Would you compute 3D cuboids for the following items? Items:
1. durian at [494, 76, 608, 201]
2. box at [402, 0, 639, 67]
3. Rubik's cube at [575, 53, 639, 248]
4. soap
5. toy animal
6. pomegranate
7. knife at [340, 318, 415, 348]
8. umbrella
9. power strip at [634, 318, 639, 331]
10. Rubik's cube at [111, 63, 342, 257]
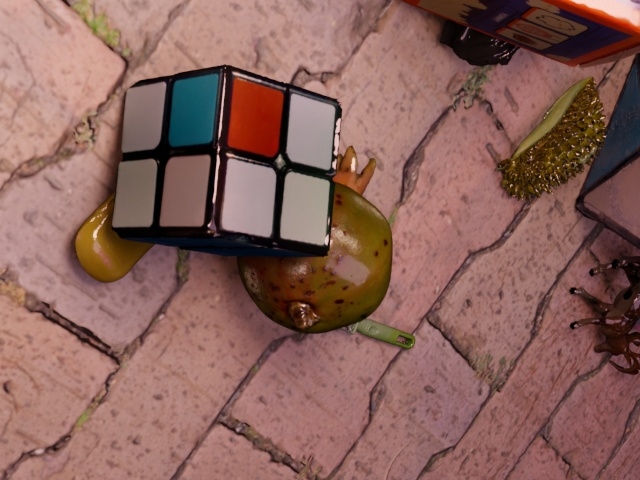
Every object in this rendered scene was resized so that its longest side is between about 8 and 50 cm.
[{"bbox_3d":[0.367,-0.133,1.707,0.221,0.095,0.137,-41,134,-9],"label":"durian"},{"bbox_3d":[0.277,-0.397,1.224,0.257,0.318,0.348,21,91,-2],"label":"box"},{"bbox_3d":[0.619,-0.104,1.749,0.310,0.305,0.306,12,108,-21],"label":"Rubik's cube"},{"bbox_3d":[-0.217,-0.016,1.274,0.140,0.045,0.089,-46,132,-16],"label":"soap"},{"bbox_3d":[0.547,0.134,2.001,0.260,0.087,0.243,19,125,-34],"label":"toy animal"},{"bbox_3d":[0.009,-0.005,1.383,0.246,0.198,0.198,-55,137,-8],"label":"pomegranate"},{"bbox_3d":[0.078,0.121,1.647,0.212,0.015,0.054,24,88,-46],"label":"knife"},{"bbox_3d":[0.229,-0.392,1.437,0.118,0.118,0.340,-5,106,-41],"label":"umbrella"},{"bbox_3d":[0.636,0.070,2.055,0.038,0.109,0.278,-26,128,-35],"label":"power strip"},{"bbox_3d":[-0.100,-0.078,1.219,0.183,0.167,0.180,14,80,-46],"label":"Rubik's cube"}]
